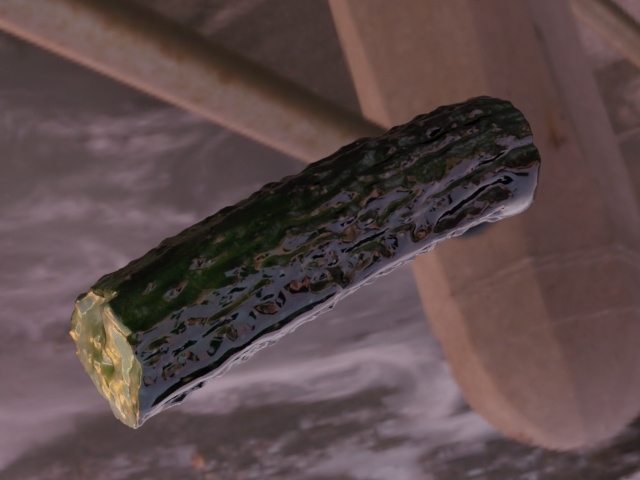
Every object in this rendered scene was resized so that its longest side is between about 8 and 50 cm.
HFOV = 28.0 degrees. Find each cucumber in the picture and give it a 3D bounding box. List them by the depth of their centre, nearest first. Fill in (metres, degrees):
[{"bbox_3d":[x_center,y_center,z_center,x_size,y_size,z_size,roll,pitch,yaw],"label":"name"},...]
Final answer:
[{"bbox_3d":[0.000,0.000,0.465,0.187,0.058,0.058,-29,163,-26],"label":"cucumber"}]
